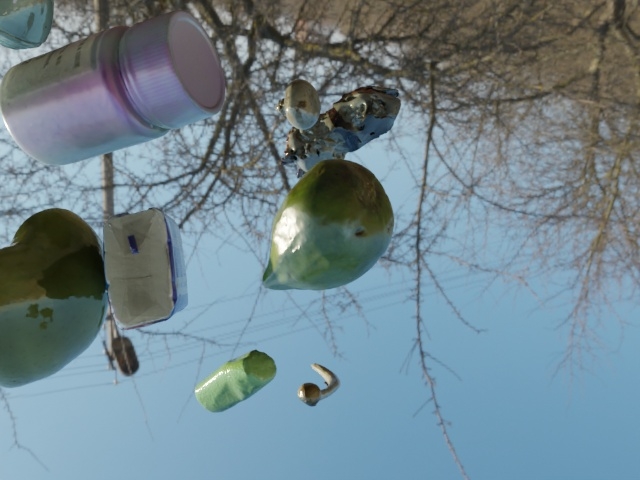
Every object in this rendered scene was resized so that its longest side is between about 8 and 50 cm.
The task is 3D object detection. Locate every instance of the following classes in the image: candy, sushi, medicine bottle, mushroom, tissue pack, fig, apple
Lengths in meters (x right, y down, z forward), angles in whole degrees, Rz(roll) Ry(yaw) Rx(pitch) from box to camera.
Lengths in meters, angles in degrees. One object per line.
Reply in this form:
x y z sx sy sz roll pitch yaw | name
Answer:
-0.294 0.476 1.931 0.142 0.343 0.132 54 -142 0 | candy
0.052 -0.274 1.418 0.332 0.124 0.130 -28 -128 15 | sushi
-0.398 -0.289 1.102 0.387 0.219 0.219 -12 -164 21 | medicine bottle
-0.043 -0.232 0.980 0.079 0.085 0.085 -4 -163 24 | mushroom
-0.340 0.052 1.111 0.137 0.210 0.269 -5 179 -8 | tissue pack
0.011 0.000 0.798 0.167 0.234 0.167 16 -159 -6 | fig
-0.597 0.128 1.162 0.319 0.361 0.312 1 -138 -11 | apple
0.002 0.273 1.103 0.068 0.043 0.306 39 -179 6 | mushroom

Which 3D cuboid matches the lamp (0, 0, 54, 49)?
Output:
-0.412 -0.357 0.795 0.106 0.193 0.106 33 -158 -16 | lamp
